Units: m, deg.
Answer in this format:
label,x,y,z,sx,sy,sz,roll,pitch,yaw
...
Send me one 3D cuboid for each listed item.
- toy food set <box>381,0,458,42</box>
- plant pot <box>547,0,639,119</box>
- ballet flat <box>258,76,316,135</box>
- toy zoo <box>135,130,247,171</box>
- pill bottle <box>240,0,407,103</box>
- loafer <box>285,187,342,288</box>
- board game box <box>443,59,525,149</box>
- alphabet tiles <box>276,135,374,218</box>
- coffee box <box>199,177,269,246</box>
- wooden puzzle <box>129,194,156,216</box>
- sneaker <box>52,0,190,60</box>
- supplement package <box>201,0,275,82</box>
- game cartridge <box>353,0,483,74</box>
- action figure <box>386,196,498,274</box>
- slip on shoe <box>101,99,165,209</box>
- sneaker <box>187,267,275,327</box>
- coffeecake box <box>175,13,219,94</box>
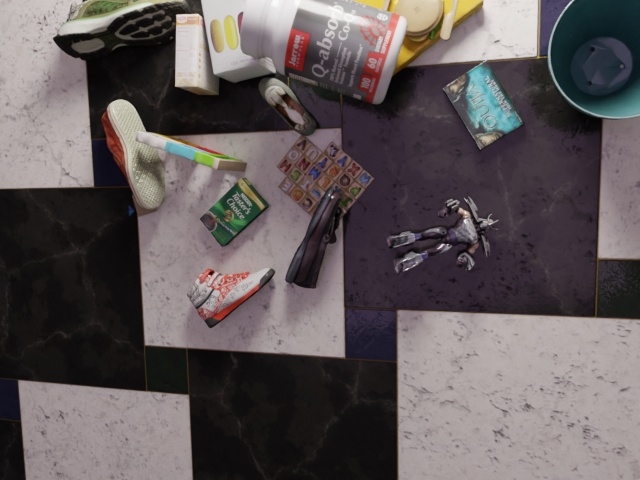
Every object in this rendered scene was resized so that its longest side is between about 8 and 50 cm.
label,x,y,z,sx,sy,sz,roll,pitch,yaw
toy food set,0.242,-0.560,1.336,0.192,0.038,0.132,17,95,20
plant pot,0.650,-0.409,1.205,0.290,0.195,0.290,2,96,14
ballet flat,-0.095,-0.373,1.471,0.213,0.068,0.072,46,105,6
toy zoo,-0.372,-0.252,1.493,0.293,0.192,0.030,20,100,12
pill bottle,0.007,-0.477,1.287,0.362,0.210,0.210,17,100,1
loafer,0.000,0.000,1.475,0.095,0.109,0.303,24,113,-6
board game box,0.412,-0.341,1.363,0.126,0.026,0.186,-32,88,15
alphabet tiles,-0.001,-0.174,1.499,0.237,0.009,0.198,42,105,7
coffee box,-0.250,-0.082,1.558,0.184,0.040,0.113,-40,85,15
wooden puzzle,-0.536,-0.115,1.645,0.116,0.014,0.079,-8,90,15
sneaker,-0.572,-0.661,1.539,0.410,0.158,0.182,-8,76,11
supplement package,-0.220,-0.569,1.449,0.139,0.134,0.244,-9,94,15
game cartridge,0.201,-0.613,1.382,0.323,0.052,0.285,-35,87,18
action figure,0.320,-0.001,1.390,0.285,0.099,0.185,-19,86,13
slip on shoe,-0.554,-0.245,1.593,0.101,0.123,0.331,-22,90,39
sneaker,-0.269,0.125,1.560,0.270,0.090,0.145,-39,88,18
coffeecake box,-0.335,-0.506,1.481,0.068,0.142,0.186,5,97,14
